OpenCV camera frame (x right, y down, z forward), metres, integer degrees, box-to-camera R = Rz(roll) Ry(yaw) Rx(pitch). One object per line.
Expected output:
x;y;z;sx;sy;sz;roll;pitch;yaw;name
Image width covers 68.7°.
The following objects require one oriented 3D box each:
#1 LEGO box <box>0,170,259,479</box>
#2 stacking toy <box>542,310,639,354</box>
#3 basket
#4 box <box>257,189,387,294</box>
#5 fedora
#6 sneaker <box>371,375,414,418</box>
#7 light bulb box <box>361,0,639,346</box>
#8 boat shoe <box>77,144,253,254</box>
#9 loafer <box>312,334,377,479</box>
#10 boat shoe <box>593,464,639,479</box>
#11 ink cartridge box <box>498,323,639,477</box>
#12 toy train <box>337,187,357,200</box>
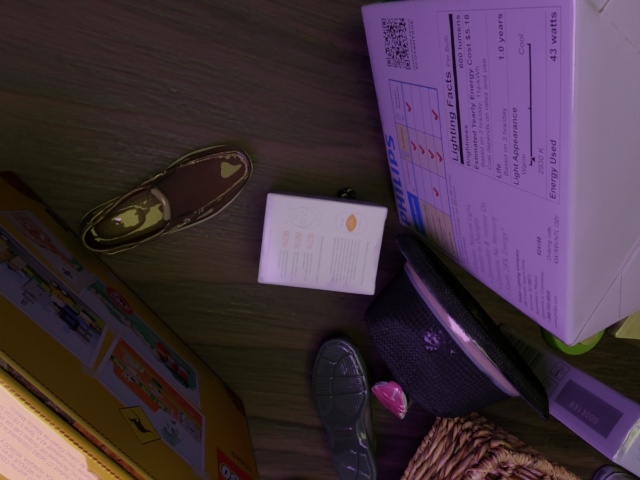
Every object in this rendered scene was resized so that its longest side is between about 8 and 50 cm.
-0.293;0.176;0.516;0.193;0.372;0.500;-40;107;-5;LEGO box
0.561;0.088;0.860;0.308;0.130;0.280;-4;100;-14;stacking toy
0.247;0.455;0.749;0.213;0.223;0.299;29;89;-50;basket
0.000;0.000;0.695;0.170;0.091;0.130;7;99;-5;box
0.180;0.154;0.702;0.152;0.334;0.334;-41;108;13;fedora
0.133;0.242;0.774;0.075;0.063;0.170;-51;153;-16;sneaker
0.252;-0.142;0.578;0.225;0.361;0.358;-22;120;-12;light bulb box
-0.205;-0.050;0.644;0.257;0.095;0.095;-32;106;-8;boat shoe
0.048;0.281;0.792;0.096;0.084;0.268;-5;99;19;loafer
0.713;0.559;1.004;0.267;0.088;0.096;29;91;-18;boat shoe
0.503;0.313;0.789;0.384;0.308;0.091;32;91;-18;ink cartridge box
0.055;-0.006;0.759;0.036;0.027;0.158;-16;103;-8;toy train
